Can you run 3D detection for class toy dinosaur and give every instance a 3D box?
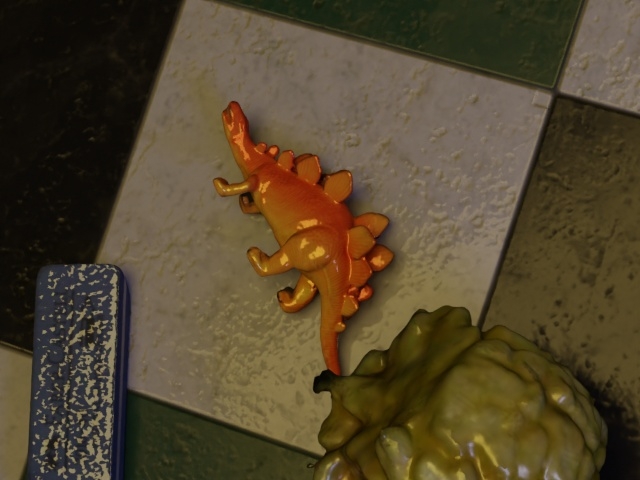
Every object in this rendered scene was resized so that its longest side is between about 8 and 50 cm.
[{"bbox_3d":[0.000,0.000,1.671,0.117,0.070,0.288,-30,78,11],"label":"toy dinosaur"}]

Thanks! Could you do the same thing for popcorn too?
[{"bbox_3d":[0.099,0.169,1.517,0.225,0.249,0.249,44,96,-7],"label":"popcorn"}]

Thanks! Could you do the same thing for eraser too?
[{"bbox_3d":[-0.211,0.134,1.729,0.082,0.036,0.225,-1,81,15],"label":"eraser"}]
